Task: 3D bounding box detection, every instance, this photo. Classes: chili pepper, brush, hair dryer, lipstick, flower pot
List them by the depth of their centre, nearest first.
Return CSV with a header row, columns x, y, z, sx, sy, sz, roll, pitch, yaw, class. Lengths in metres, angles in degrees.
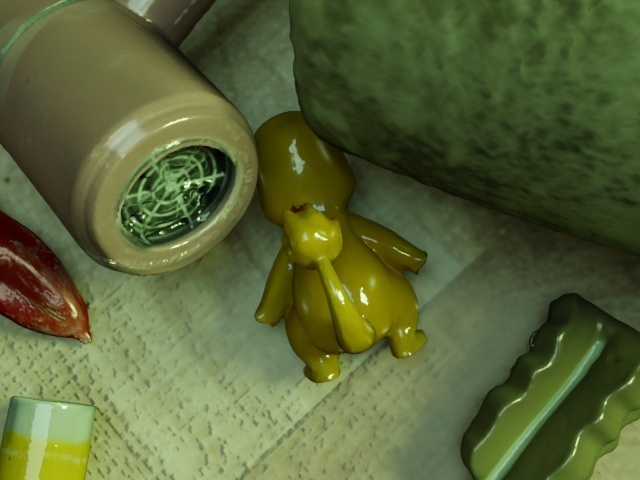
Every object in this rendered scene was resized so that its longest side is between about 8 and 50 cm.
x,y,z,sx,sy,sz,roll,pitch,yaw,class
0.171,-0.133,0.490,0.330,0.293,0.294,13,80,17,flower pot
0.093,0.167,0.537,0.084,0.071,0.301,38,85,24,brush
-0.065,-0.170,0.539,0.352,0.125,0.210,-49,57,7,hair dryer
-0.193,0.235,0.559,0.059,0.059,0.264,5,79,8,lipstick
-0.231,0.008,0.614,0.191,0.050,0.059,40,82,0,chili pepper

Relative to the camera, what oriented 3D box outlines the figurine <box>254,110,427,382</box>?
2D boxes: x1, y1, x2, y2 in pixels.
x,y,z,sx,sy,sz,roll,pitch,yaw,class
-0.001,-0.002,0.552,0.121,0.122,0.176,-21,78,5,figurine
